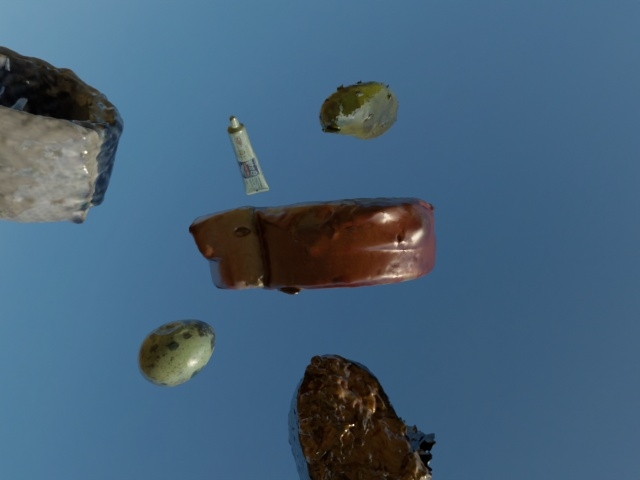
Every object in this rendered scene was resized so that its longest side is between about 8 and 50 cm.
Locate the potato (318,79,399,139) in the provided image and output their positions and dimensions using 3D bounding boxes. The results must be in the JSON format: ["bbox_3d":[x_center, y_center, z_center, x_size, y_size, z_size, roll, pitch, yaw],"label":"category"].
[{"bbox_3d":[0.080,-0.258,0.880,0.090,0.225,0.117,26,-60,33],"label":"potato"}]

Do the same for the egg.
[{"bbox_3d":[-0.326,0.254,1.013,0.181,0.141,0.141,-28,-119,-18],"label":"egg"}]

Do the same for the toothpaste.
[{"bbox_3d":[-0.167,-0.186,0.999,0.060,0.233,0.038,-18,-126,-5],"label":"toothpaste"}]

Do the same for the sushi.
[{"bbox_3d":[0.077,0.354,0.706,0.234,0.207,0.349,-14,-116,-18],"label":"sushi"}]

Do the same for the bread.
[{"bbox_3d":[0.004,0.000,0.651,0.327,0.295,0.114,-4,-88,22],"label":"bread"}]

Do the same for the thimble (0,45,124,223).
[{"bbox_3d":[-0.399,-0.142,0.585,0.245,0.217,0.157,28,-59,-5],"label":"thimble"}]
